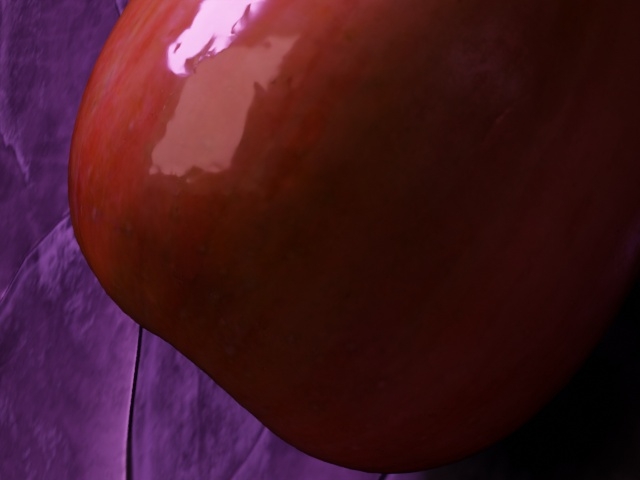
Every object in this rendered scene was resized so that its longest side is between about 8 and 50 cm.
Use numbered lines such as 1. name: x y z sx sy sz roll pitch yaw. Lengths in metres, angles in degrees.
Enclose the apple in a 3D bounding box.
1. apple: 0.024 -0.042 0.772 0.241 0.242 0.242 -53 27 1
